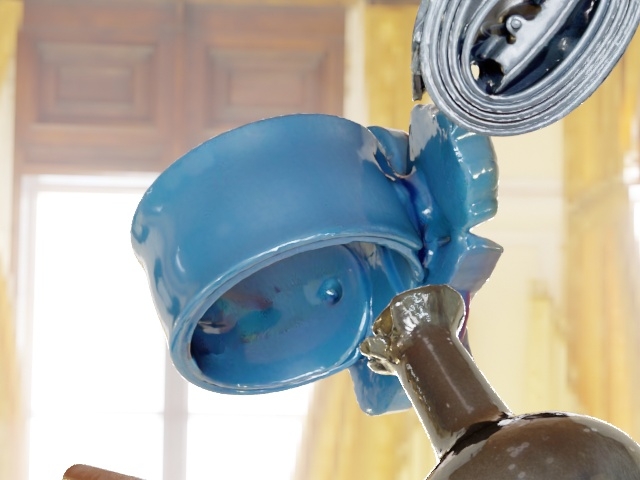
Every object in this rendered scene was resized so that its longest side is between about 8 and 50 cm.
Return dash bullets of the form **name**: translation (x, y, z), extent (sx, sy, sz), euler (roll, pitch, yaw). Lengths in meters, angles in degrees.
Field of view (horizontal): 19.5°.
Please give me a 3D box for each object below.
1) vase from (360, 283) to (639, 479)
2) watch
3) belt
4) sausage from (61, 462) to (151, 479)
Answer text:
- **vase**: translation (0.075, 0.098, 0.834), extent (0.120, 0.183, 0.120), euler (-19, 143, -16)
- **watch**: translation (0.000, 0.000, 1.560), extent (0.274, 0.241, 0.305), euler (0, 139, -30)
- **belt**: translation (0.144, -0.158, 1.314), extent (0.141, 0.190, 0.082), euler (37, -172, 0)
- **sausage**: translation (-0.169, 0.210, 1.555), extent (0.147, 0.030, 0.035), euler (7, -134, 50)
